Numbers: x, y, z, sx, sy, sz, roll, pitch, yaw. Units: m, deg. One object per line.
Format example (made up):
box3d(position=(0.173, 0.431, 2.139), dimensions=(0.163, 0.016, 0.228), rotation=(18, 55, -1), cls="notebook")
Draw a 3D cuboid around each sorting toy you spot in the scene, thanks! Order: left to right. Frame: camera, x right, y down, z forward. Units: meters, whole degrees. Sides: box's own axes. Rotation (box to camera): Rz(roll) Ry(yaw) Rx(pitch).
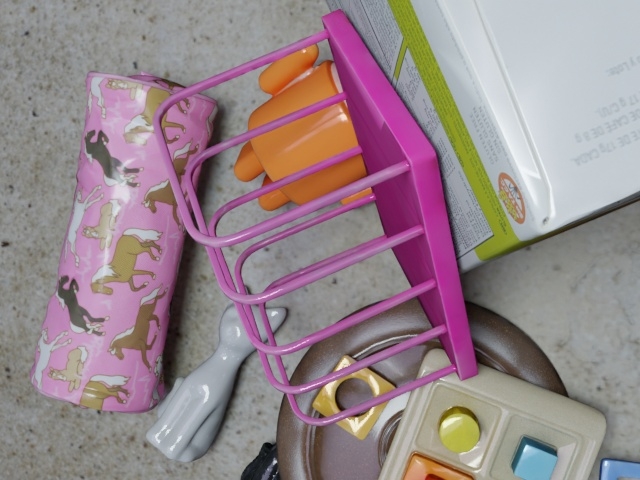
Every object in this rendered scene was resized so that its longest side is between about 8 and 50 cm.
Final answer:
box3d(position=(0.151, 0.222, 0.739), dimensions=(0.348, 0.047, 0.196), rotation=(20, 89, 8), cls="sorting toy")

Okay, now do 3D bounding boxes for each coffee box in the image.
box3d(position=(0.203, -0.198, 0.592), dimensions=(0.338, 0.334, 0.338), rotation=(-23, 82, -3), cls="coffee box")

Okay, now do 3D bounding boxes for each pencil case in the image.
box3d(position=(-0.222, -0.002, 0.904), dimensions=(0.167, 0.160, 0.386), rotation=(17, 97, 38), cls="pencil case")

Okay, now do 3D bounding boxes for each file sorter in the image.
box3d(position=(0.000, 0.000, 0.688), dimensions=(0.182, 0.290, 0.202), rotation=(-23, 47, -2), cls="file sorter")

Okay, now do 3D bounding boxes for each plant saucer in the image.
box3d(position=(0.104, 0.210, 0.795), dimensions=(0.311, 0.050, 0.310), rotation=(-1, 86, 8), cls="plant saucer")

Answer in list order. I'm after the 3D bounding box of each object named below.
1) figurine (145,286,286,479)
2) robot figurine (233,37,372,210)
box3d(position=(-0.068, 0.181, 0.895), dimensions=(0.215, 0.092, 0.209), rotation=(34, 94, 18), cls="figurine")
box3d(position=(0.012, -0.119, 0.826), dimensions=(0.219, 0.128, 0.158), rotation=(-31, 73, 19), cls="robot figurine")
